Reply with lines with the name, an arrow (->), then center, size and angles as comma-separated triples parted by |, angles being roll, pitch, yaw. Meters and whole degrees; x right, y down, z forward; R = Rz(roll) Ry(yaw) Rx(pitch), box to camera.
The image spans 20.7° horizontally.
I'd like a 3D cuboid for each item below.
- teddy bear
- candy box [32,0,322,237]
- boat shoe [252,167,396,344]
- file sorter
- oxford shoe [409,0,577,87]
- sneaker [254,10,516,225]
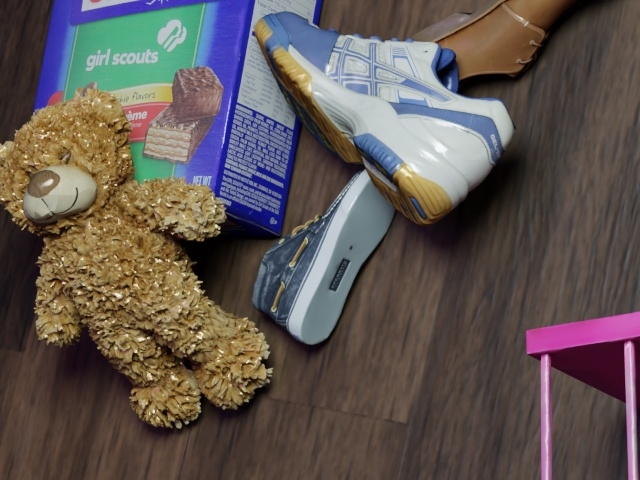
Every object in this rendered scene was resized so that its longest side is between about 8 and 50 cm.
teddy bear -> -0.184, 0.031, 1.638 | 0.245, 0.113, 0.338 | -1, 117, 35
candy box -> -0.149, -0.171, 1.760 | 0.268, 0.122, 0.317 | 1, 75, 36
boat shoe -> 0.000, 0.000, 1.633 | 0.083, 0.065, 0.183 | 29, 92, 41
file sorter -> 0.324, 0.152, 1.257 | 0.290, 0.202, 0.182 | -12, 66, 32
oxford shoe -> 0.183, -0.192, 1.572 | 0.212, 0.076, 0.076 | -27, 85, 31
sneaker -> 0.058, -0.133, 1.578 | 0.131, 0.112, 0.296 | -39, 53, -8
